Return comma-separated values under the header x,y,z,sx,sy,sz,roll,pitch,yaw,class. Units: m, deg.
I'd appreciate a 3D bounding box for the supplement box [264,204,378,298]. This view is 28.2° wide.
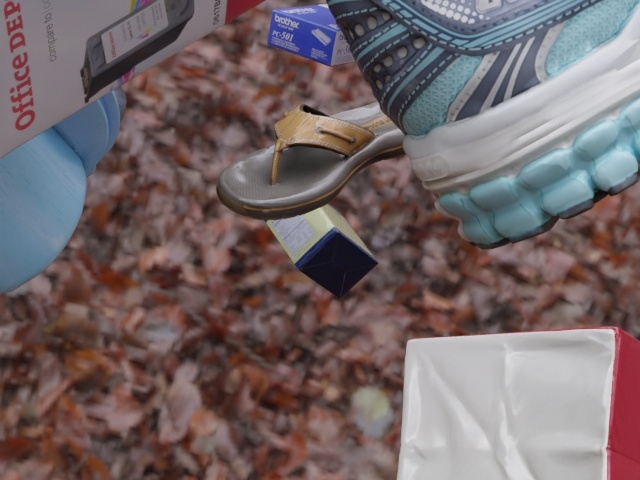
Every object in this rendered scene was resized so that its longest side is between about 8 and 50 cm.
x,y,z,sx,sy,sz,roll,pitch,yaw,class
0.000,0.000,1.287,0.083,0.056,0.083,38,13,-49,supplement box

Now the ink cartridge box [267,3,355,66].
x,y,z,sx,sy,sz,roll,pitch,yaw,class
0.036,-0.257,1.563,0.097,0.046,0.207,23,25,29,ink cartridge box

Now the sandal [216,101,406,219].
x,y,z,sx,sy,sz,roll,pitch,yaw,class
0.008,-0.082,1.006,0.219,0.060,0.090,-26,38,-26,sandal

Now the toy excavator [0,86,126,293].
x,y,z,sx,sy,sz,roll,pitch,yaw,class
-0.366,0.004,1.155,0.433,0.222,0.445,-29,50,7,toy excavator

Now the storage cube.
x,y,z,sx,sy,sz,roll,pitch,yaw,class
0.186,0.182,1.003,0.193,0.215,0.184,29,62,-47,storage cube

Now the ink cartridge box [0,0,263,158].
x,y,z,sx,sy,sz,roll,pitch,yaw,class
-0.172,-0.236,0.978,0.306,0.226,0.131,-38,68,-26,ink cartridge box

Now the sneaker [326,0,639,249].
x,y,z,sx,sy,sz,roll,pitch,yaw,class
0.115,-0.131,0.393,0.283,0.110,0.122,-45,106,-20,sneaker
